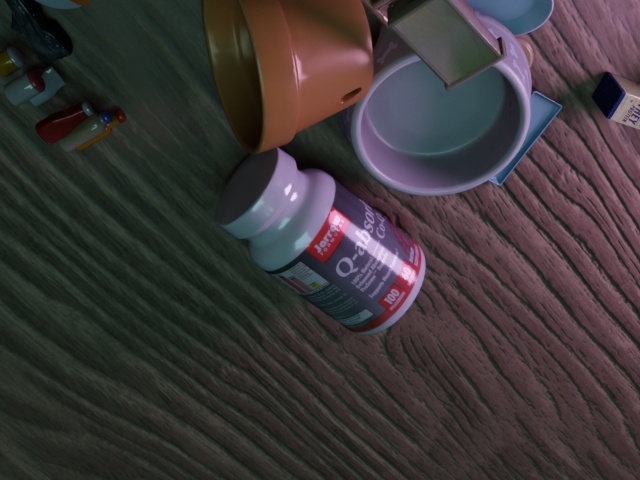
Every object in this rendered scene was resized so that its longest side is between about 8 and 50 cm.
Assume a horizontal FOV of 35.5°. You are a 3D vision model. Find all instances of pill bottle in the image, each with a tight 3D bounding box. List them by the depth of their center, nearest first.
[{"bbox_3d":[0.000,0.000,1.810,0.363,0.210,0.210,36,114,-27],"label":"pill bottle"}]

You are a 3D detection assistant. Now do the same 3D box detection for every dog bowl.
[{"bbox_3d":[0.201,-0.223,1.724,0.348,0.102,0.349,-1,131,-1],"label":"dog bowl"}]

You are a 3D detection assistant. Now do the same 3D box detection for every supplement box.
[{"bbox_3d":[0.544,-0.248,1.782,0.083,0.083,0.056,15,123,-18],"label":"supplement box"}]

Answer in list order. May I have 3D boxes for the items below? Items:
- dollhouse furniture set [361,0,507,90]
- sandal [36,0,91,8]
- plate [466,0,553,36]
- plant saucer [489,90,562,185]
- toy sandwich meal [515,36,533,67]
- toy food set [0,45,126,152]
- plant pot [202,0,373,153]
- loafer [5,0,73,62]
[{"bbox_3d":[0.188,-0.381,1.535,0.212,0.242,0.161,-27,132,31],"label":"dollhouse furniture set"},{"bbox_3d":[-0.343,-0.443,1.543,0.265,0.076,0.102,-20,149,20],"label":"sandal"},{"bbox_3d":[0.287,-0.395,1.642,0.188,0.024,0.188,7,159,3],"label":"plate"},{"bbox_3d":[0.360,-0.189,1.842,0.067,0.018,0.192,24,118,-21],"label":"plant saucer"},{"bbox_3d":[0.332,-0.316,1.744,0.085,0.029,0.086,-3,121,-5],"label":"toy sandwich meal"},{"bbox_3d":[-0.425,-0.233,1.647,0.104,0.111,0.232,-28,131,11],"label":"toy food set"},{"bbox_3d":[-0.046,-0.300,1.574,0.203,0.291,0.291,-16,127,-16],"label":"plant pot"},{"bbox_3d":[-0.473,-0.353,1.601,0.061,0.062,0.170,-25,123,16],"label":"loafer"}]
